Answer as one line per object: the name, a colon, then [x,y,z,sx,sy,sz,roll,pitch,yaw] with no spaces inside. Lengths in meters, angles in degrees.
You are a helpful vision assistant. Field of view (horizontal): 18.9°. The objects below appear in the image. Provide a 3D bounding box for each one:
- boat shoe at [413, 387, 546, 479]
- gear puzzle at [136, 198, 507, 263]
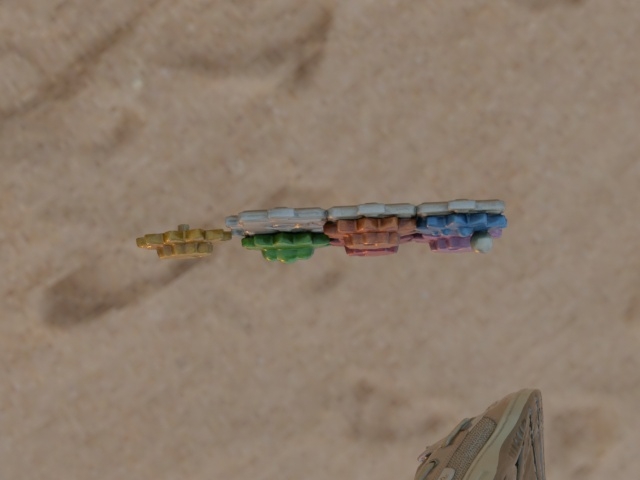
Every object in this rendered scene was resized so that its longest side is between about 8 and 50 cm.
boat shoe: [0.139,0.217,1.785,0.341,0.110,0.121,-33,119,-69]
gear puzzle: [0.000,0.000,1.754,0.339,0.044,0.175,-3,174,1]
